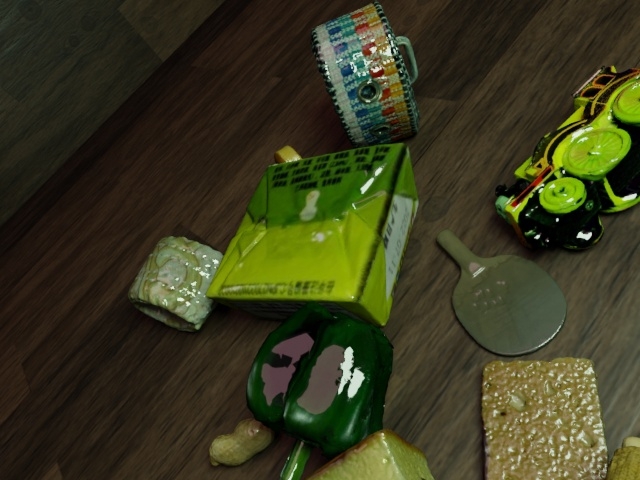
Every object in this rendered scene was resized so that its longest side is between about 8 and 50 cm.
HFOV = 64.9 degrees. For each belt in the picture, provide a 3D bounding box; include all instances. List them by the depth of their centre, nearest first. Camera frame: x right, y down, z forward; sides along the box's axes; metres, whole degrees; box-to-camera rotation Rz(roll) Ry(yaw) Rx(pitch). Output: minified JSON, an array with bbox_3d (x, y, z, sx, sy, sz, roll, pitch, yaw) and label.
[{"bbox_3d":[0.102,-0.284,0.922,0.161,0.295,0.206,-20,61,12],"label":"belt"}]

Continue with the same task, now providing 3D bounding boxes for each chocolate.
[{"bbox_3d":[0.000,0.000,0.839,0.301,0.137,0.288,-3,53,36],"label":"chocolate"}]

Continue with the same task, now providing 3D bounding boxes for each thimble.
[{"bbox_3d":[-0.259,0.085,0.961,0.191,0.137,0.143,12,60,26],"label":"thimble"}]

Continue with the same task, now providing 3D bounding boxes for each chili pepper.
[{"bbox_3d":[-0.009,0.213,0.633,0.174,0.165,0.261,13,77,34],"label":"chili pepper"}]

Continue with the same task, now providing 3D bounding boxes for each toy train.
[{"bbox_3d":[0.366,-0.110,0.689,0.296,0.100,0.160,-44,34,-3],"label":"toy train"}]

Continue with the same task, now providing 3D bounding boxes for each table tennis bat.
[{"bbox_3d":[0.234,0.059,0.700,0.131,0.022,0.234,-37,43,6],"label":"table tennis bat"}]

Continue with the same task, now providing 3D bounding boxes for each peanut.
[{"bbox_3d":[-0.116,0.294,0.734,0.113,0.054,0.054,-32,42,11],"label":"peanut"}]

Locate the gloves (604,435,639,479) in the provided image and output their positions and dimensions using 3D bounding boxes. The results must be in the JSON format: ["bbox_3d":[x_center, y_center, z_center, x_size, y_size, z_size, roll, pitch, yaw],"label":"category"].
[{"bbox_3d":[0.297,0.257,0.349,0.203,0.155,0.356,-6,35,52],"label":"gloves"}]

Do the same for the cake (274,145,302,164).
[{"bbox_3d":[-0.063,-0.158,1.063,0.044,0.084,0.084,-36,40,-8],"label":"cake"}]

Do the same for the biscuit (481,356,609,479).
[{"bbox_3d":[0.237,0.236,0.535,0.131,0.025,0.230,-9,49,30],"label":"biscuit"}]

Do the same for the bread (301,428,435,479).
[{"bbox_3d":[-0.039,0.347,0.561,0.361,0.138,0.077,-37,49,6],"label":"bread"}]
